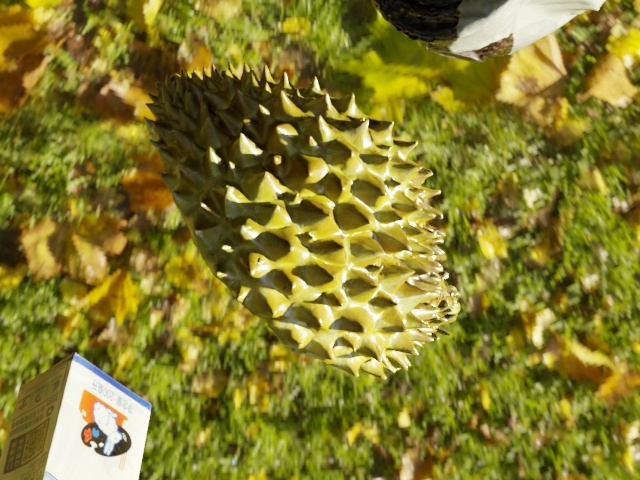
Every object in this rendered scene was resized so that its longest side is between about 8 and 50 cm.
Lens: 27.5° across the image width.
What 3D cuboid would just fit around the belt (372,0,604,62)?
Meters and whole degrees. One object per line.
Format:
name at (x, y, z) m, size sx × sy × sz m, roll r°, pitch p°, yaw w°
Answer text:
belt at (0.134, -0.270, 0.923) m, size 0.184 × 0.164 × 0.289 m, roll 15°, pitch 97°, yaw 30°

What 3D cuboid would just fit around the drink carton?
drink carton at (-0.282, 0.290, 1.413) m, size 0.106 × 0.315 × 0.130 m, roll -32°, pitch 125°, yaw 31°

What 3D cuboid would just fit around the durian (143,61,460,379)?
durian at (0.000, 0.000, 0.958) m, size 0.306 × 0.166 × 0.172 m, roll 35°, pitch 75°, yaw -26°
